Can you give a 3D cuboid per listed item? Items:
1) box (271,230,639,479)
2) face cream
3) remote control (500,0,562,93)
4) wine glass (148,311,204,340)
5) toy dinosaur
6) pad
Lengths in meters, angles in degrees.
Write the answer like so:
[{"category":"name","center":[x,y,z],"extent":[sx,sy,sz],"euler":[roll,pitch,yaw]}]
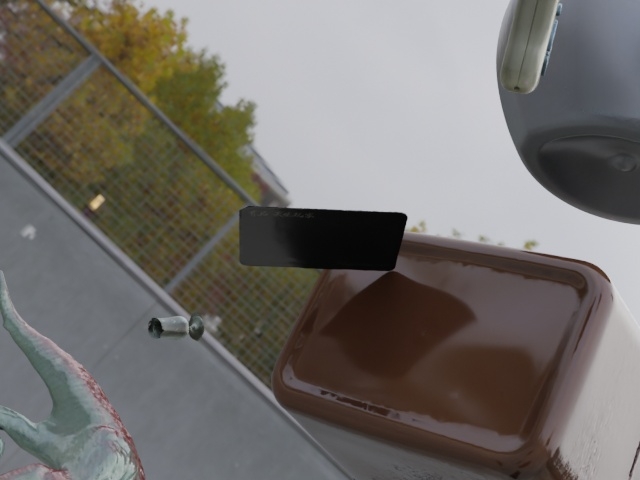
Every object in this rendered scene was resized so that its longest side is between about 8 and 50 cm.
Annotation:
[{"category":"box","center":[0.153,0.147,1.007],"extent":[0.339,0.239,0.229],"euler":[10,-28,39]},{"category":"face cream","center":[0.351,-0.207,1.054],"extent":[0.312,0.357,0.219],"euler":[20,-28,3]},{"category":"remote control","center":[0.158,-0.169,0.711],"extent":[0.032,0.074,0.122],"euler":[15,-62,10]},{"category":"wine glass","center":[-0.210,0.125,1.434],"extent":[0.039,0.042,0.083],"euler":[13,4,43]},{"category":"toy dinosaur","center":[-0.151,0.135,0.640],"extent":[0.053,0.167,0.242],"euler":[-32,-112,44]},{"category":"pad","center":[0.000,0.000,0.947],"extent":[0.157,0.003,0.112],"euler":[2,-31,-3]}]
